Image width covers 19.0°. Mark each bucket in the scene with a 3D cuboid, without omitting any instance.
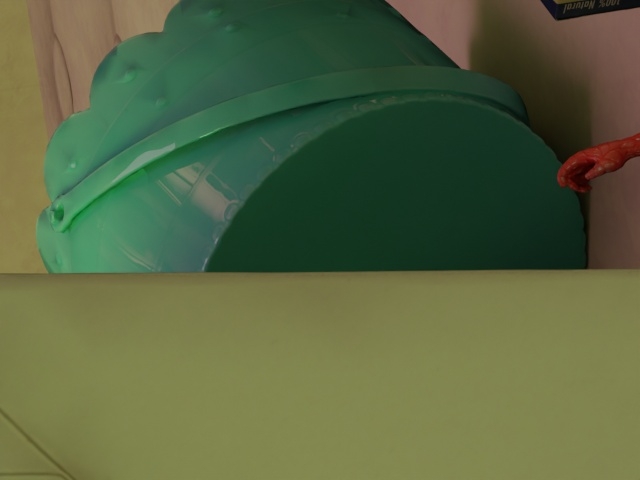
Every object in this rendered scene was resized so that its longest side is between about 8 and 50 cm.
[{"bbox_3d":[0.000,0.000,1.062,0.183,0.281,0.281,41,140,53],"label":"bucket"}]

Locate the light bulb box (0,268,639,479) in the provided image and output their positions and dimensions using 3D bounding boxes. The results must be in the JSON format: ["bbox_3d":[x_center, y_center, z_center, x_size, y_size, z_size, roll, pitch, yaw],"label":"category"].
[{"bbox_3d":[0.024,0.161,0.740,0.361,0.358,0.225,93,176,-73],"label":"light bulb box"}]

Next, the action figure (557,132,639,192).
[{"bbox_3d":[0.143,0.009,0.801,0.280,0.139,0.091,118,139,-62],"label":"action figure"}]

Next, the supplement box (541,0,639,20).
[{"bbox_3d":[0.132,-0.149,0.821,0.056,0.083,0.083,-116,21,-48],"label":"supplement box"}]
